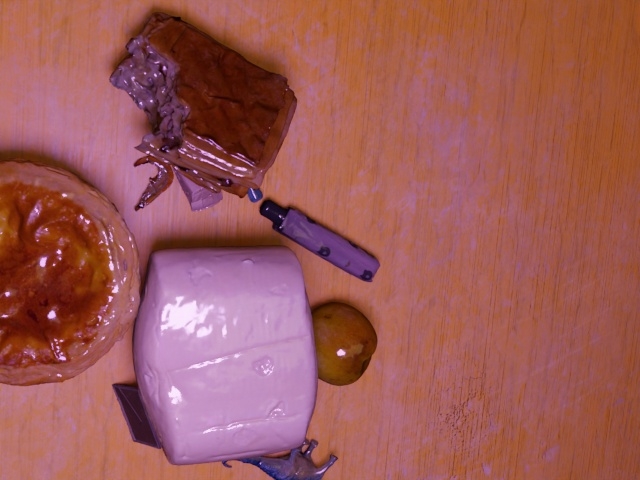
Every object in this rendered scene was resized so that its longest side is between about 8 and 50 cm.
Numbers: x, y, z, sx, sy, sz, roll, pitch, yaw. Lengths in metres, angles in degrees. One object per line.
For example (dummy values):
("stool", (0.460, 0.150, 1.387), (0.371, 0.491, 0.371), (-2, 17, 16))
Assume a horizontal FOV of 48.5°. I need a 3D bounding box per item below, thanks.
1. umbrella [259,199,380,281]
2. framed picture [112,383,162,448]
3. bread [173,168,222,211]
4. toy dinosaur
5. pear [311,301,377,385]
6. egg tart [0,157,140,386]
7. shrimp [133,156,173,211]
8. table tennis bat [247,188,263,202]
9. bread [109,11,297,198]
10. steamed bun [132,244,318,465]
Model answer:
("umbrella", (0.000, 0.000, 1.702), (0.337, 0.067, 0.073), (30, 72, -23))
("framed picture", (-0.406, 0.388, 1.574), (0.011, 0.109, 0.149), (-29, 109, -45))
("bread", (-0.286, -0.155, 1.590), (0.077, 0.105, 0.152), (-27, 75, -16))
("toy dinosaur", (-0.061, 0.561, 1.751), (0.362, 0.076, 0.147), (31, 92, -26))
("pear", (0.039, 0.248, 1.690), (0.199, 0.200, 0.200), (-3, 98, -21))
("egg tart", (-0.565, 0.064, 1.400), (0.442, 0.178, 0.444), (0, 94, -6))
("shrimp", (-0.380, -0.124, 1.555), (0.091, 0.025, 0.127), (36, 79, -22))
("table tennis bat", (-0.188, -0.179, 1.622), (0.124, 0.033, 0.201), (-30, 102, -15))
("bread", (-0.255, -0.263, 1.473), (0.369, 0.191, 0.314), (26, 59, -8))
("steamed bun", (-0.215, 0.233, 1.533), (0.370, 0.290, 0.457), (-3, 98, -17))
